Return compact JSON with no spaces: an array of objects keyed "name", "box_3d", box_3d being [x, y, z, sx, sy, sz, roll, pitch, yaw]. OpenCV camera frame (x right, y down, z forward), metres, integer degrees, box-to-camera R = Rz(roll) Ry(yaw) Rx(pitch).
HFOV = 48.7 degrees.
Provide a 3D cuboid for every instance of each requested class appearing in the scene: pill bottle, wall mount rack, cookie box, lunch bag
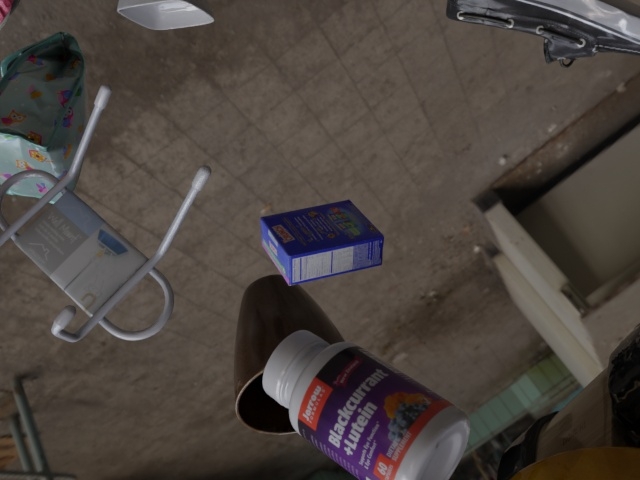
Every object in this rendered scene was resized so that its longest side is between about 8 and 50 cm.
[{"name":"pill bottle","box_3d":[0.038,0.166,0.694,0.108,0.194,0.108,-32,136,-37]},{"name":"wall mount rack","box_3d":[-0.326,-0.035,1.016,0.304,0.350,0.130,-48,167,-12]},{"name":"cookie box","box_3d":[0.000,0.000,0.758,0.107,0.092,0.040,-11,123,-19]},{"name":"lunch bag","box_3d":[-0.517,-0.235,1.338,0.160,0.262,0.223,13,152,-4]}]

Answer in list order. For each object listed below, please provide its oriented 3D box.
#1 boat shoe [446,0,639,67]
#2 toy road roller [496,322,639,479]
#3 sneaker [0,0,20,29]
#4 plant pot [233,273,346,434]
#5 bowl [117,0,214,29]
[{"name":"boat shoe","box_3d":[0.231,-0.209,0.686,0.229,0.080,0.076,17,124,-3]},{"name":"toy road roller","box_3d":[0.256,0.213,0.395,0.202,0.330,0.240,112,1,-47]},{"name":"sneaker","box_3d":[-0.365,-0.265,0.680,0.112,0.299,0.120,-39,132,-30]},{"name":"plant pot","box_3d":[-0.063,0.176,1.224,0.216,0.230,0.215,-11,135,-12]},{"name":"bowl","box_3d":[-0.274,-0.422,1.257,0.142,0.053,0.142,-3,179,18]}]
